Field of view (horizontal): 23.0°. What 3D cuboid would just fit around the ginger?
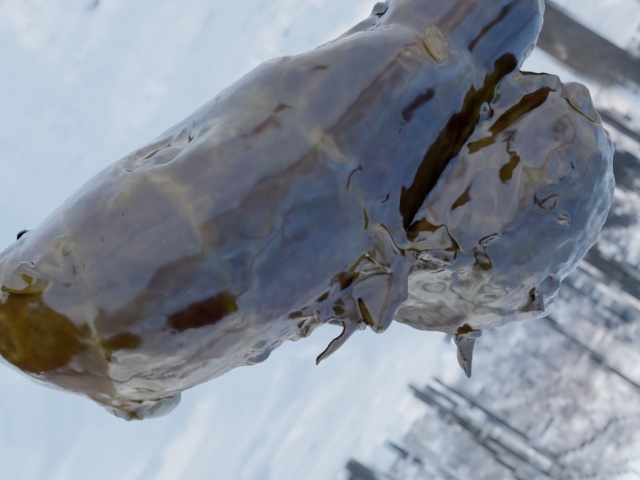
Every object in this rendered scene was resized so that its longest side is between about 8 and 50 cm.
[{"bbox_3d":[0.000,0.000,0.974,0.418,0.254,0.176,-30,-171,-10],"label":"ginger"}]
